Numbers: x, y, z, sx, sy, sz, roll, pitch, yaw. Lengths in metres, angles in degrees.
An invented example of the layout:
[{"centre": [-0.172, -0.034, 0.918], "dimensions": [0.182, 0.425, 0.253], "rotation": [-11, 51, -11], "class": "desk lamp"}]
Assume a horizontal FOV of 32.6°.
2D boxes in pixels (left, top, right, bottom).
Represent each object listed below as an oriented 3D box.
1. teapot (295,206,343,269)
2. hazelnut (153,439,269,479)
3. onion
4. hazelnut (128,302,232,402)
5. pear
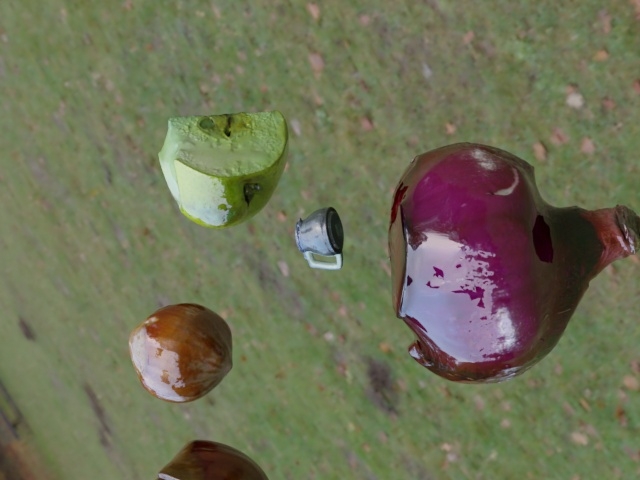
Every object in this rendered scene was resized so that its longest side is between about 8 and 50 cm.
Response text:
[{"centre": [0.000, 0.000, 1.474], "dimensions": [0.057, 0.066, 0.088], "rotation": [-9, 111, 21], "class": "teapot"}, {"centre": [-0.179, 0.442, 1.816], "dimensions": [0.181, 0.212, 0.181], "rotation": [14, 151, 23], "class": "hazelnut"}, {"centre": [0.314, 0.034, 1.720], "dimensions": [0.398, 0.421, 0.398], "rotation": [-2, -90, -82], "class": "onion"}, {"centre": [-0.242, 0.188, 1.893], "dimensions": [0.182, 0.182, 0.182], "rotation": [47, 157, 27], "class": "hazelnut"}, {"centre": [-0.194, -0.133, 2.323], "dimensions": [0.281, 0.287, 0.176], "rotation": [-110, 19, -49], "class": "pear"}]
